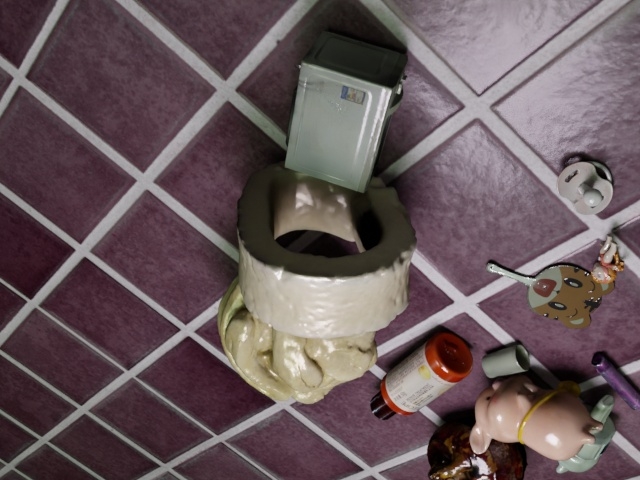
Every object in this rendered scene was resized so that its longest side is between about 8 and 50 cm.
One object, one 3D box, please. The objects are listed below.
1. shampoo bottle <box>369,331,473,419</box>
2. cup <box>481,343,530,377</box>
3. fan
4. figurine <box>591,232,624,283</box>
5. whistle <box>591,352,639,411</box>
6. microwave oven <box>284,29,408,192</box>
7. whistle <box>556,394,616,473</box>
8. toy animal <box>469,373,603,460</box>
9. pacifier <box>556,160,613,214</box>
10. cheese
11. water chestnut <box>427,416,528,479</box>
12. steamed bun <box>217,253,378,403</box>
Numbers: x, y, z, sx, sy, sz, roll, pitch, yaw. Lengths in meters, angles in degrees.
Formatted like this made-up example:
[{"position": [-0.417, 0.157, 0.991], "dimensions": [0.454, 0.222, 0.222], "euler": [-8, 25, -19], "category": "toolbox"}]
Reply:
[{"position": [0.201, 0.303, 1.566], "dimensions": [0.104, 0.104, 0.278], "euler": [33, 133, -8], "category": "shampoo bottle"}, {"position": [0.380, 0.245, 1.492], "dimensions": [0.083, 0.074, 0.055], "euler": [-26, 75, 39], "category": "cup"}, {"position": [0.414, 0.086, 1.362], "dimensions": [0.226, 0.008, 0.153], "euler": [20, 134, 3], "category": "fan"}, {"position": [0.493, 0.032, 1.253], "dimensions": [0.047, 0.064, 0.109], "euler": [-10, 138, 2], "category": "figurine"}, {"position": [0.592, 0.285, 1.448], "dimensions": [0.033, 0.033, 0.176], "euler": [-30, 113, 38], "category": "whistle"}, {"position": [0.040, -0.207, 1.173], "dimensions": [0.162, 0.129, 0.205], "euler": [20, 133, 6], "category": "microwave oven"}, {"position": [0.547, 0.403, 1.520], "dimensions": [0.105, 0.102, 0.253], "euler": [17, 136, 11], "category": "whistle"}, {"position": [0.428, 0.348, 1.457], "dimensions": [0.247, 0.165, 0.149], "euler": [2, 104, 43], "category": "toy animal"}, {"position": [0.428, -0.081, 1.167], "dimensions": [0.099, 0.078, 0.081], "euler": [40, 110, -13], "category": "pacifier"}, {"position": [0.002, 0.002, 1.256], "dimensions": [0.292, 0.332, 0.153], "euler": [-5, 133, -9], "category": "cheese"}, {"position": [0.329, 0.496, 1.608], "dimensions": [0.223, 0.238, 0.224], "euler": [30, 127, 51], "category": "water chestnut"}, {"position": [-0.050, 0.196, 1.454], "dimensions": [0.324, 0.231, 0.372], "euler": [23, 152, -1], "category": "steamed bun"}]
